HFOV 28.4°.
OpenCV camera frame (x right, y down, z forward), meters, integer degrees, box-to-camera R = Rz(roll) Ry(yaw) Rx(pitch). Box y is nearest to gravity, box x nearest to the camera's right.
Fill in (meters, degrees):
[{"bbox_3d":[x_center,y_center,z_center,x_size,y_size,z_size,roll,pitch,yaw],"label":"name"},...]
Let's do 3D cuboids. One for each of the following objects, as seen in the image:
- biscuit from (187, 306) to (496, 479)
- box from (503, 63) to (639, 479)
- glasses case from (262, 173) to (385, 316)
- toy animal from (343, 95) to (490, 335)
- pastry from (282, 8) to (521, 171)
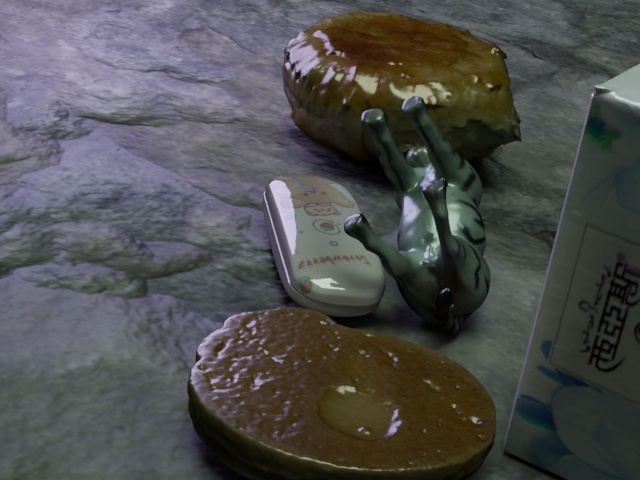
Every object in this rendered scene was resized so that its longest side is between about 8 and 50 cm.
[{"bbox_3d":[0.011,0.114,0.836,0.208,0.049,0.181,16,27,13],"label":"biscuit"},{"bbox_3d":[0.253,0.045,0.803,0.203,0.274,0.116,24,31,25],"label":"box"},{"bbox_3d":[0.000,0.000,1.051,0.081,0.051,0.204,6,28,-16],"label":"glasses case"},{"bbox_3d":[0.089,-0.040,1.038,0.090,0.170,0.255,-17,25,22],"label":"toy animal"},{"bbox_3d":[0.077,-0.150,1.301,0.236,0.121,0.257,3,30,-5],"label":"pastry"}]
